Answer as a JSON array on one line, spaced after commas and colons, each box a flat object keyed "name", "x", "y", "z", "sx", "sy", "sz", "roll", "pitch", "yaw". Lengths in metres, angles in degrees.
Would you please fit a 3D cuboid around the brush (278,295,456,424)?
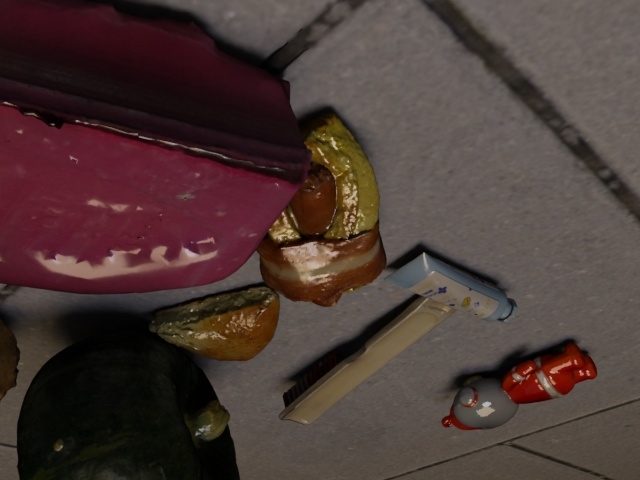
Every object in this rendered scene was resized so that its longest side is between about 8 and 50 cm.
[{"name": "brush", "x": 0.055, "y": 0.153, "z": 0.891, "sx": 0.060, "sy": 0.050, "sz": 0.321, "roll": 23, "pitch": 129, "yaw": -31}]

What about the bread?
[{"name": "bread", "x": -0.107, "y": 0.113, "z": 0.799, "sx": 0.154, "sy": 0.054, "sz": 0.136, "roll": -10, "pitch": 148, "yaw": 11}]

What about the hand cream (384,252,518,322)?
[{"name": "hand cream", "x": 0.156, "y": 0.057, "z": 0.760, "sx": 0.171, "sy": 0.043, "sz": 0.065, "roll": 22, "pitch": 137, "yaw": -31}]

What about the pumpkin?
[{"name": "pumpkin", "x": -0.200, "y": 0.246, "z": 0.761, "sx": 0.207, "sy": 0.300, "sz": 0.300, "roll": -21, "pitch": 145, "yaw": 1}]

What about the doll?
[{"name": "doll", "x": 0.287, "y": 0.227, "z": 1.004, "sx": 0.245, "sy": 0.076, "sz": 0.142, "roll": -31, "pitch": 138, "yaw": 26}]

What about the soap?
[{"name": "soap", "x": -0.190, "y": -0.062, "z": 0.467, "sx": 0.325, "sy": 0.127, "sz": 0.220, "roll": 13, "pitch": 140, "yaw": -24}]

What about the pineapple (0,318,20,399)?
[{"name": "pineapple", "x": -0.444, "y": 0.165, "z": 0.766, "sx": 0.128, "sy": 0.128, "sz": 0.248, "roll": 24, "pitch": 140, "yaw": -36}]

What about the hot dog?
[{"name": "hot dog", "x": -0.002, "y": 0.005, "z": 0.617, "sx": 0.123, "sy": 0.093, "sz": 0.261, "roll": -9, "pitch": 146, "yaw": 4}]
